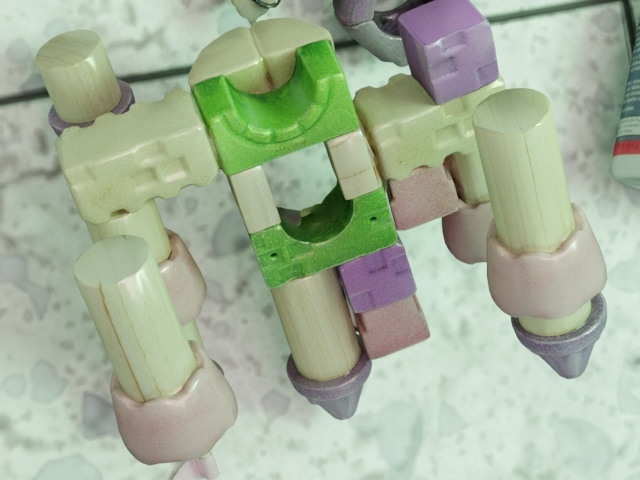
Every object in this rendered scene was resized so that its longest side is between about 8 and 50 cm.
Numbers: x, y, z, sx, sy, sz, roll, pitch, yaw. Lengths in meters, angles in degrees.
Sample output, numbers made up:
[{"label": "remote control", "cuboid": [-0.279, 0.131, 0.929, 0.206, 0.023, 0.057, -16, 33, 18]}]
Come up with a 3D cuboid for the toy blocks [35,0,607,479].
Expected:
[{"label": "toy blocks", "cuboid": [0.000, 0.000, 1.118, 0.288, 0.309, 0.260, -21, 128, -3]}]

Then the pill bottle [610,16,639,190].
[{"label": "pill bottle", "cuboid": [0.257, -0.118, 1.218, 0.108, 0.108, 0.180, 12, 86, -15]}]
